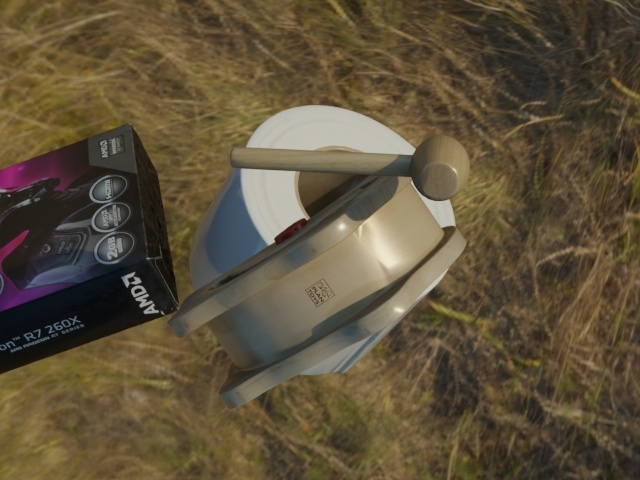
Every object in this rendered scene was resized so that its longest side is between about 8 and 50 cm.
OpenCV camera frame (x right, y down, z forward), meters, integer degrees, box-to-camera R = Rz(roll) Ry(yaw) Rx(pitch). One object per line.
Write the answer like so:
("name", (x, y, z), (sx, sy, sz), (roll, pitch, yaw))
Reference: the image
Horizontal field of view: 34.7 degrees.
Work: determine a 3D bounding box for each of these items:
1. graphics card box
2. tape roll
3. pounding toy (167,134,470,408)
("graphics card box", (-0.346, 0.031, 1.093), (0.370, 0.233, 0.094), (-18, 134, 2))
("tape roll", (0.000, 0.000, 1.096), (0.246, 0.246, 0.169), (44, 139, 6))
("pounding toy", (-0.003, -0.011, 0.728), (0.269, 0.154, 0.155), (-31, 97, 26))
